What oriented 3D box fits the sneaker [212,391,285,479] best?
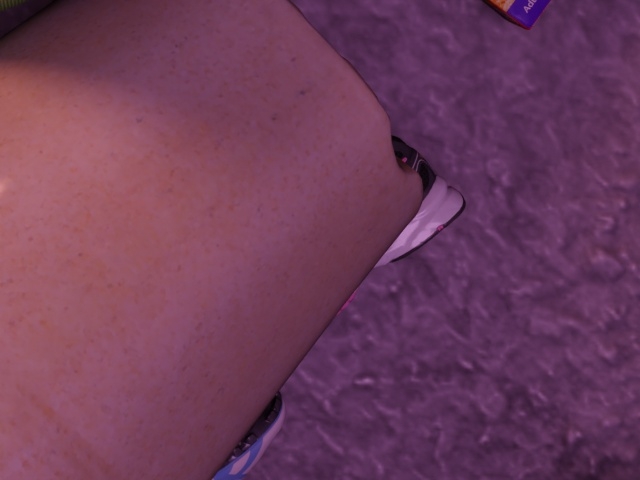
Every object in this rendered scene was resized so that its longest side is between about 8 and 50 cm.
[{"bbox_3d":[-0.109,0.181,1.144,0.237,0.085,0.086,-46,136,-2],"label":"sneaker"}]

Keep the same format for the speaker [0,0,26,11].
[{"bbox_3d":[-0.165,-0.179,0.897,0.131,0.296,0.131,5,82,-39],"label":"speaker"}]

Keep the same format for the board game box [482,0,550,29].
[{"bbox_3d":[0.092,-0.244,1.083,0.193,0.045,0.147,33,96,-19],"label":"board game box"}]

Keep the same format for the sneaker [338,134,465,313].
[{"bbox_3d":[0.000,0.000,1.127,0.178,0.072,0.077,-39,99,-9],"label":"sneaker"}]

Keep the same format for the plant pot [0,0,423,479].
[{"bbox_3d":[-0.122,0.006,0.983,0.305,0.334,0.334,-44,111,-11],"label":"plant pot"}]
